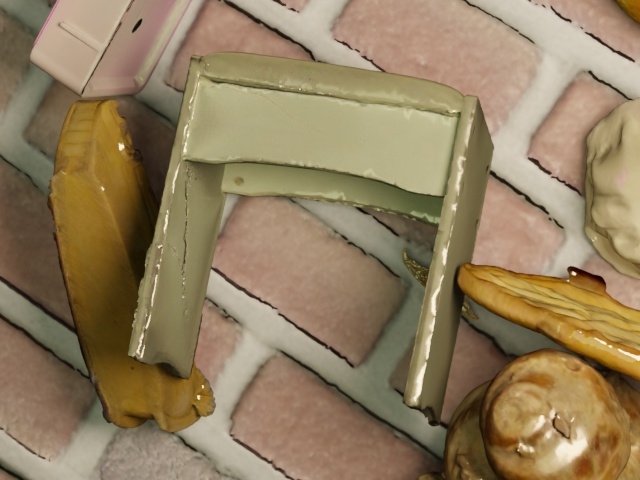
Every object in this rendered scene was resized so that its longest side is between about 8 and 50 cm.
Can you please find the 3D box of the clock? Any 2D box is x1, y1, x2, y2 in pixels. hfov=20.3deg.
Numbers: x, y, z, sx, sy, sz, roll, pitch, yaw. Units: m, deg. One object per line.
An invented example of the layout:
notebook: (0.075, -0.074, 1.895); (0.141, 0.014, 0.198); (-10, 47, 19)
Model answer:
clock: (-0.162, -0.225, 1.563); (0.063, 0.150, 0.197); (33, 104, 10)

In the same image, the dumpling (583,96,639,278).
dumpling: (0.273, -0.032, 1.512); (0.127, 0.108, 0.188); (3, 117, 37)

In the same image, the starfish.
starfish: (0.106, 0.041, 1.602); (0.092, 0.016, 0.086); (36, 103, 1)

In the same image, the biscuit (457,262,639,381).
biscuit: (0.233, 0.074, 1.470); (0.260, 0.203, 0.041); (20, 106, -6)

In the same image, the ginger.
ginger: (0.143, 0.231, 1.521); (0.176, 0.256, 0.375); (49, 120, 18)

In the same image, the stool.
stool: (0.000, 0.000, 1.507); (0.243, 0.170, 0.270); (10, 81, 13)

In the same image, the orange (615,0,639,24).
orange: (0.342, -0.312, 1.427); (0.262, 0.196, 0.335); (31, 111, 22)

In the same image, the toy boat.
toy boat: (-0.166, 0.024, 1.601); (0.089, 0.121, 0.321); (-1, 115, 26)
